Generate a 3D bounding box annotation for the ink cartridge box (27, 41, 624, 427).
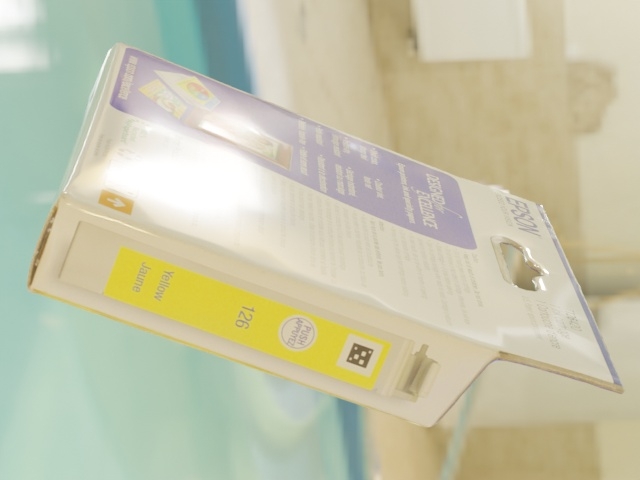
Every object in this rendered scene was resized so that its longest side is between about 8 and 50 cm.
[{"bbox_3d":[0.000,0.000,1.055,0.303,0.307,0.072,-93,-153,-70],"label":"ink cartridge box"}]
